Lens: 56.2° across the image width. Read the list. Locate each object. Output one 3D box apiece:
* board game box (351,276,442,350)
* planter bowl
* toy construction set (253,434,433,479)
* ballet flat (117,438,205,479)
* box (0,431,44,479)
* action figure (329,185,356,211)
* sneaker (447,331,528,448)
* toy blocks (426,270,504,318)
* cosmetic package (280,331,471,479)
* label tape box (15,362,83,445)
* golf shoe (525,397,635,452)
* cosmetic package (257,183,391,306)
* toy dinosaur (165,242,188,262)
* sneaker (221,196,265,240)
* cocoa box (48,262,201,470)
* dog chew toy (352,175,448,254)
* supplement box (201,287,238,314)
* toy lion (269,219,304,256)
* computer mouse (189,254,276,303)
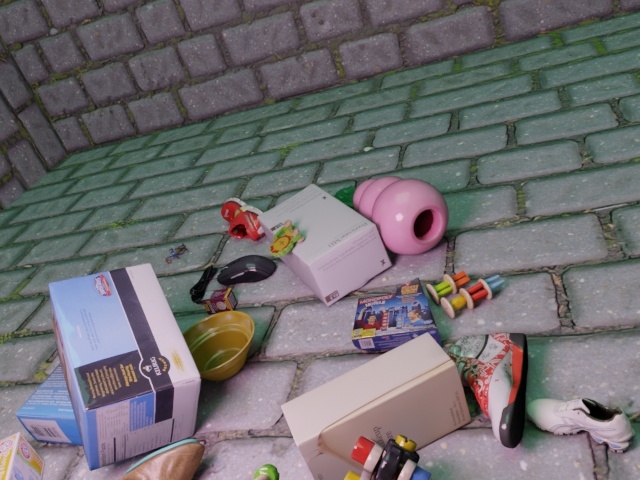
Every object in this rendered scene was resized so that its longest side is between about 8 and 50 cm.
[{"bbox_3d":[0.182,0.172,1.386,0.194,0.060,0.194,-10,30,18],"label":"board game box"},{"bbox_3d":[-0.246,0.275,1.452,0.217,0.090,0.217,-16,29,9],"label":"planter bowl"},{"bbox_3d":[0.044,0.418,0.945,0.308,0.258,0.237,1,-5,14],"label":"toy construction set"},{"bbox_3d":[-0.369,0.506,1.145,0.342,0.116,0.124,-23,50,-3],"label":"ballet flat"},{"bbox_3d":[-0.676,0.531,1.275,0.103,0.114,0.203,-23,28,-6],"label":"box"},{"bbox_3d":[0.133,-0.105,1.874,0.137,0.064,0.232,-36,40,-28],"label":"action figure"},{"bbox_3d":[0.302,0.272,1.113,0.144,0.090,0.270,-4,29,25],"label":"sneaker"},{"bbox_3d":[0.339,0.109,1.396,0.148,0.054,0.123,-26,30,-9],"label":"toy blocks"},{"bbox_3d":[0.104,0.316,1.095,0.309,0.160,0.113,-26,30,-8],"label":"cosmetic package"},{"bbox_3d":[-0.541,0.342,1.509,0.249,0.115,0.348,-5,31,24],"label":"label tape box"},{"bbox_3d":[0.432,0.287,1.010,0.176,0.086,0.069,4,39,39],"label":"golf shoe"},{"bbox_3d":[0.000,0.000,1.683,0.217,0.156,0.385,-33,31,-14],"label":"cosmetic package"},{"bbox_3d":[-0.497,0.048,2.063,0.082,0.047,0.090,-36,-2,-8],"label":"toy dinosaur"},{"bbox_3d":[-0.276,-0.065,2.032,0.118,0.107,0.279,-45,34,-20],"label":"sneaker"},{"bbox_3d":[-0.429,0.259,1.290,0.227,0.232,0.347,-12,47,-29],"label":"cocoa box"},{"bbox_3d":[0.202,-0.087,1.659,0.206,0.207,0.332,-29,28,-15],"label":"dog chew toy"},{"bbox_3d":[-0.283,0.171,1.685,0.083,0.055,0.043,-10,31,20],"label":"supplement box"},{"bbox_3d":[-0.096,0.000,1.580,0.096,0.034,0.100,-39,32,-2],"label":"toy lion"},{"bbox_3d":[-0.271,0.108,1.777,0.261,0.060,0.184,-7,31,23],"label":"computer mouse"}]
